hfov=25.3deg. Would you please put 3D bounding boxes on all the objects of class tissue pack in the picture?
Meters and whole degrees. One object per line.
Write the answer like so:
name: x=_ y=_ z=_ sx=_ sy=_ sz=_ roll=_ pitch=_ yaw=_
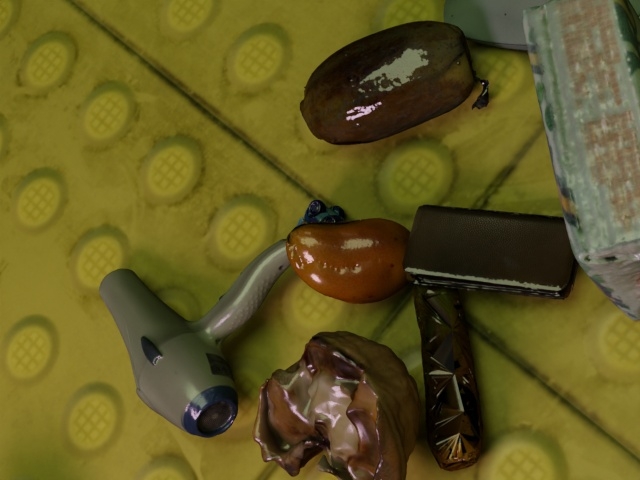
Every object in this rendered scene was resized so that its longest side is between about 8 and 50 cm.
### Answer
tissue pack: x=0.326 y=-0.094 z=1.549 sx=0.128 sy=0.228 sz=0.311 roll=-18 pitch=64 yaw=21

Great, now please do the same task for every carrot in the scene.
carrot: x=0.146 y=0.151 z=1.651 sx=0.069 sy=0.069 sz=0.229 roll=-16 pitch=63 yaw=23

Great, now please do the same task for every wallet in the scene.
wallet: x=0.201 y=0.011 z=1.659 sx=0.198 sy=0.031 sz=0.110 roll=6 pitch=55 yaw=18

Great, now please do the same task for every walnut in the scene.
walnut: x=0.038 y=0.192 z=1.629 sx=0.238 sy=0.141 sz=0.204 roll=22 pitch=119 yaw=47

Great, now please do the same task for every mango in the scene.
mango: x=0.039 y=0.024 z=1.729 sx=0.159 sy=0.084 sz=0.105 roll=2 pitch=88 yaw=4

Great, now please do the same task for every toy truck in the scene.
toy truck: x=0.000 y=0.000 z=1.799 sx=0.073 sy=0.056 sz=0.090 roll=43 pitch=108 yaw=38

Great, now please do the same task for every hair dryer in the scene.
hair dryer: x=-0.168 y=0.078 z=1.831 sx=0.296 sy=0.119 sz=0.298 roll=19 pitch=77 yaw=41

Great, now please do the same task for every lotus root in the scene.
lotus root: x=0.084 y=-0.195 z=1.785 sx=0.241 sy=0.123 sz=0.124 roll=-20 pitch=54 yaw=18

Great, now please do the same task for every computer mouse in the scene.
computer mouse: x=0.276 y=-0.312 z=1.740 sx=0.288 sy=0.097 sz=0.160 roll=14 pitch=80 yaw=31
